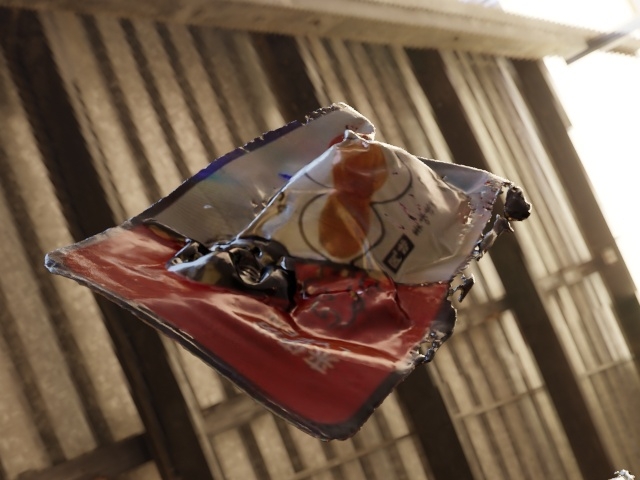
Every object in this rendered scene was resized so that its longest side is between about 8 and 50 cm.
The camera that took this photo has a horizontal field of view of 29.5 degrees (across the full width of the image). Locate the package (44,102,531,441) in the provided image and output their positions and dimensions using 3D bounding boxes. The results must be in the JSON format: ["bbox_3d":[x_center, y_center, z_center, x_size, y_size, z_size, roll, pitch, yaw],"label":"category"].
[{"bbox_3d":[0.000,0.000,0.697,0.269,0.194,0.071,-45,-34,-43],"label":"package"}]

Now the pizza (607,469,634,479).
[{"bbox_3d":[0.147,0.180,0.682,0.178,0.131,0.041,-25,-84,-46],"label":"pizza"}]
